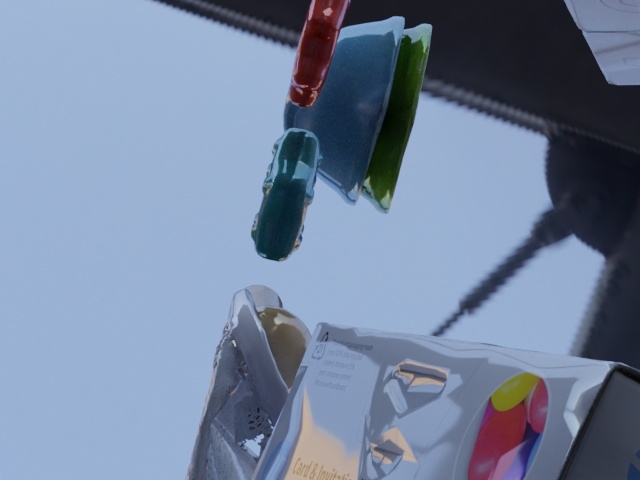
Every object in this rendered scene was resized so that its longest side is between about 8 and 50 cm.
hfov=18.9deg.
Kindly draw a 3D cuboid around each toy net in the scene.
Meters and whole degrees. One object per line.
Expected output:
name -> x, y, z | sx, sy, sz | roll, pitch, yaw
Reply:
toy net -> 0.000, 0.000, 0.592 | 0.045, 0.232, 0.122 | 15, -38, -2

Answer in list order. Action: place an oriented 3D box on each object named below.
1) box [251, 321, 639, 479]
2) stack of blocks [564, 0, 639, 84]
box -> 0.001, 0.109, 0.368 | 0.038, 0.145, 0.186 | 25, -98, -18
stack of blocks -> 0.206, -0.131, 0.424 | 0.297, 0.087, 0.171 | 0, -103, 17
